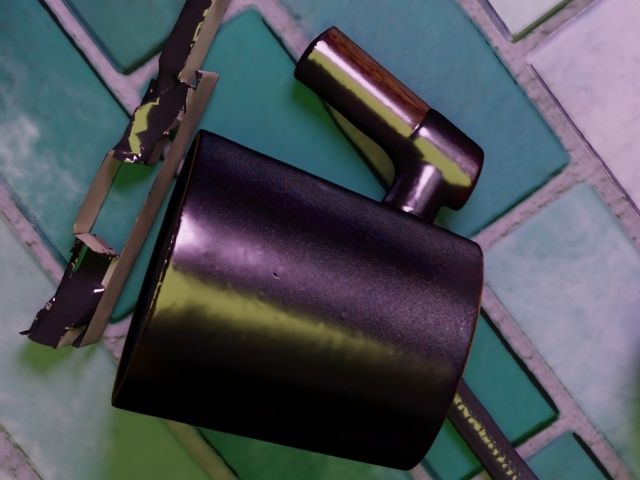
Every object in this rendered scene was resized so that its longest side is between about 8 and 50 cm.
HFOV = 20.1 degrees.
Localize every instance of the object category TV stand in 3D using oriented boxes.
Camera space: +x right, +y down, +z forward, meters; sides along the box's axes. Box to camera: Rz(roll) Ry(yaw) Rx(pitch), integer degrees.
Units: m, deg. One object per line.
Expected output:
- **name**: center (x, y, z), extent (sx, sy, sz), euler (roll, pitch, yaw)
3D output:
- **TV stand**: center (-0.108, -0.047, 1.076), extent (0.042, 0.036, 0.249), euler (28, 100, 13)

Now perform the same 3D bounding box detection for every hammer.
- **hammer**: center (0.131, 0.170, 1.145), extent (0.103, 0.029, 0.246), euler (-39, 100, 5)

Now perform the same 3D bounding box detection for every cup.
- **cup**: center (0.000, 0.007, 1.032), extent (0.177, 0.166, 0.239), euler (18, 101, -7)
